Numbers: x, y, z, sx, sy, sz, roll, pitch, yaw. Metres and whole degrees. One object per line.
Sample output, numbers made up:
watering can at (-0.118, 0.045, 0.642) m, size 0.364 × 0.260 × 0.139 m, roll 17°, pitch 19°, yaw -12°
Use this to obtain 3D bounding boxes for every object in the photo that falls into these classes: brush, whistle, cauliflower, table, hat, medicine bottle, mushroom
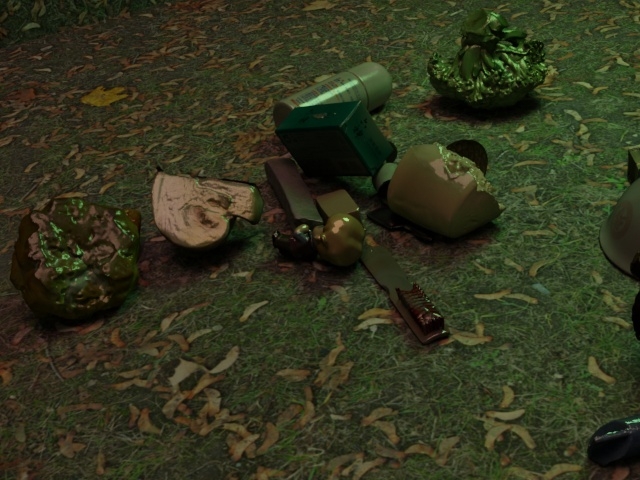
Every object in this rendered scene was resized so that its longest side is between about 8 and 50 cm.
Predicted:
brush at (0.154, 0.087, 1.765) m, size 0.060 × 0.050 × 0.321 m, roll -20°, pitch 33°, yaw -10°
whistle at (0.547, 0.273, 1.370) m, size 0.304 × 0.062 × 0.062 m, roll -12°, pitch 33°, yaw -5°
cauliflower at (0.433, -0.467, 2.358) m, size 0.275 × 0.250 × 0.272 m, roll -29°, pitch 36°, yaw -20°
table at (0.699, -0.148, 1.961) m, size 0.062 × 0.079 × 0.083 m, roll -7°, pitch 35°, yaw 7°
hat at (0.330, -0.151, 2.076) m, size 0.146 × 0.067 × 0.146 m, roll -18°, pitch 60°, yaw 34°
medicine bottle at (0.046, -0.368, 2.405) m, size 0.341 × 0.130 × 0.130 m, roll -30°, pitch 39°, yaw -28°
brush at (0.178, -0.035, 1.968) m, size 0.063 × 0.016 × 0.193 m, roll -26°, pitch 37°, yaw -27°
mushroom at (-0.250, -0.036, 1.997) m, size 0.236 × 0.162 × 0.173 m, roll 9°, pitch 70°, yaw 5°

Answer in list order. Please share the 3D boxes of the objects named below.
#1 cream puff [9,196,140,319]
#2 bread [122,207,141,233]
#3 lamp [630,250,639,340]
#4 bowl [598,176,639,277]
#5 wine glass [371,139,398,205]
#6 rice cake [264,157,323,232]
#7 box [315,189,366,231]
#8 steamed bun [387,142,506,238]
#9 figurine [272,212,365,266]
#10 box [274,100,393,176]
cream puff at (-0.504, 0.048, 1.884) m, size 0.281 × 0.185 × 0.282 m, roll 12°, pitch 59°, yaw -20°
bread at (-0.428, -0.016, 2.035) m, size 0.053 × 0.074 × 0.132 m, roll 7°, pitch 32°, yaw -10°
lamp at (0.610, 0.093, 1.474) m, size 0.246 × 0.247 × 0.247 m, roll -6°, pitch 33°, yaw 4°
bowl at (0.714, -0.063, 1.758) m, size 0.345 × 0.157 × 0.345 m, roll -6°, pitch 33°, yaw 4°
wine glass at (0.153, -0.157, 2.105) m, size 0.079 × 0.079 × 0.195 m, roll -9°, pitch 33°, yaw 1°
rice cake at (-0.060, -0.102, 2.079) m, size 0.072 × 0.056 × 0.365 m, roll -4°, pitch 29°, yaw -15°
box at (0.039, -0.057, 1.995) m, size 0.089 × 0.062 × 0.122 m, roll -16°, pitch 33°, yaw -11°
steamed bun at (0.269, -0.116, 1.930) m, size 0.225 × 0.170 × 0.200 m, roll 29°, pitch 46°, yaw 35°
figurine at (0.000, 0.000, 1.893) m, size 0.196 × 0.114 × 0.108 m, roll 0°, pitch 55°, yaw 33°
box at (0.028, -0.231, 2.109) m, size 0.245 × 0.153 × 0.092 m, roll 6°, pitch 51°, yaw 50°
